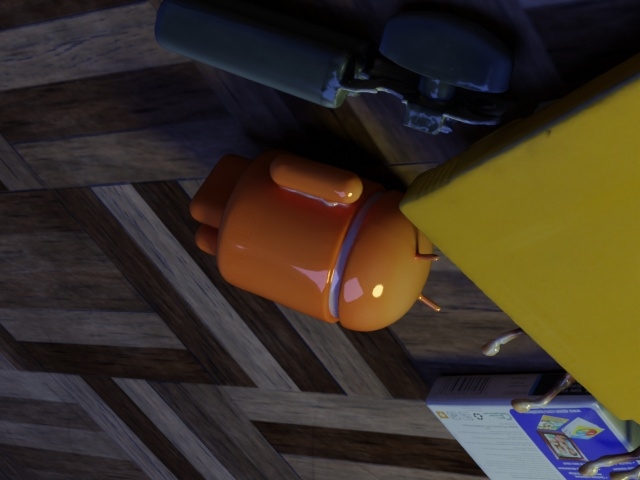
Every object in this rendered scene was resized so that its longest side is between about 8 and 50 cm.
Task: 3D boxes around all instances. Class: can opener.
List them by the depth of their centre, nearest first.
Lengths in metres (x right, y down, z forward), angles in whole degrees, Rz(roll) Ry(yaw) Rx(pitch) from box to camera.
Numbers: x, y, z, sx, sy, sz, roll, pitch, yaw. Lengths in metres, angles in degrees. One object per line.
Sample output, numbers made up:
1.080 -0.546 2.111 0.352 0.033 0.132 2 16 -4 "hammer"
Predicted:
0.012 -0.143 1.033 0.280 0.074 0.093 17 112 20 "can opener"

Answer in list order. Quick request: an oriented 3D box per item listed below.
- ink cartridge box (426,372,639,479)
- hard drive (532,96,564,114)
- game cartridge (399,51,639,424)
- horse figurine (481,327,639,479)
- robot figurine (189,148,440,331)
0.236 0.207 1.344 0.206 0.045 0.208 -8 130 46 "ink cartridge box"
0.336 -0.029 0.917 0.353 0.047 0.233 -9 131 48 "hard drive"
0.244 0.010 0.959 0.285 0.052 0.324 43 149 -13 "game cartridge"
0.259 0.123 1.164 0.263 0.066 0.174 46 124 -7 "horse figurine"
0.000 0.001 1.178 0.219 0.128 0.158 20 108 18 "robot figurine"
